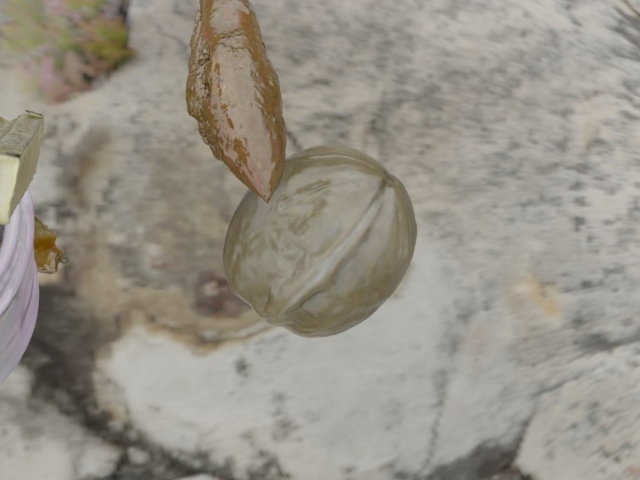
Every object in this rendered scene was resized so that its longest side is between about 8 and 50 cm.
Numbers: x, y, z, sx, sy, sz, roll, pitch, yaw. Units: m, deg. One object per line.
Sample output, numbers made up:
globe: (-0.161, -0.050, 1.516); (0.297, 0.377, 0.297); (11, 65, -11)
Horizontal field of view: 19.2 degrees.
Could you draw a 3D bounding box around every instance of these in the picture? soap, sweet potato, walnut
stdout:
soap: (-0.188, -0.047, 0.935); (0.092, 0.252, 0.037); (12, 97, -7)
sweet potato: (-0.062, -0.116, 1.305); (0.068, 0.060, 0.206); (-14, 61, 11)
walnut: (0.000, 0.000, 1.479); (0.140, 0.140, 0.162); (44, 106, 13)

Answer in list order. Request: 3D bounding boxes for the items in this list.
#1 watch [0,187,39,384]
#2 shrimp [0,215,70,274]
watch: (-0.262, 0.030, 1.097); (0.217, 0.211, 0.248); (-28, 69, -19)
shrimp: (-0.272, 0.024, 1.389); (0.132, 0.187, 0.051); (-60, 43, 41)
